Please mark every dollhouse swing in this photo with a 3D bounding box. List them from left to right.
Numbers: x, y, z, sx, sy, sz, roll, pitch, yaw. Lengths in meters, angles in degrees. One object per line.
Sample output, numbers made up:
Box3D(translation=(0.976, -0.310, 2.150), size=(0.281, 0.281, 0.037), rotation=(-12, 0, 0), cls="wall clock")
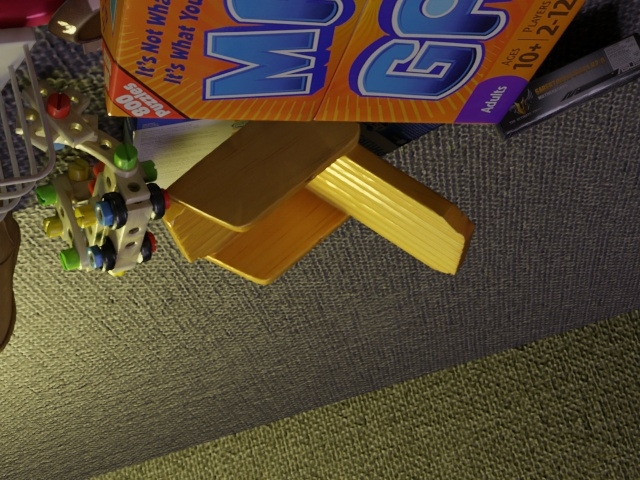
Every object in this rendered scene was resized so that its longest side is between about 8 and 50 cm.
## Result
Box3D(translation=(0.000, 0.000, 1.818), size=(0.315, 0.305, 0.347), rotation=(-40, 168, -8), cls="dollhouse swing")

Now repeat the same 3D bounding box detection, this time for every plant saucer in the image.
Box3D(translation=(-0.223, -0.265, 1.410), size=(0.168, 0.029, 0.168), rotation=(-31, 180, 0), cls="plant saucer")

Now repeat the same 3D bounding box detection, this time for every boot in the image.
Box3D(translation=(-0.474, 0.016, 1.744), size=(0.089, 0.236, 0.269), rotation=(2, 158, -7), cls="boot")

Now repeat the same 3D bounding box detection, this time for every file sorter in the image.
Box3D(translation=(-0.437, -0.105, 1.444), size=(0.193, 0.173, 0.277), rotation=(-11, 171, -30), cls="file sorter")

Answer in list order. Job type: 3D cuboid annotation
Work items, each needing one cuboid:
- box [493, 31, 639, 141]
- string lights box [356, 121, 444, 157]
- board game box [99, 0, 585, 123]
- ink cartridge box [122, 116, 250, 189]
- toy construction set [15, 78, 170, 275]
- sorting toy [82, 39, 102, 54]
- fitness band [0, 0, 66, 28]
Box3D(translation=(0.363, -0.223, 1.873), size=(0.231, 0.056, 0.183), rotation=(-25, 179, 7), cls="box")
Box3D(translation=(0.150, -0.219, 1.807), size=(0.259, 0.077, 0.133), rotation=(-26, 156, 22), cls="string lights box")
Box3D(translation=(0.014, -0.336, 1.009), size=(0.356, 0.356, 0.356), rotation=(0, 154, -16), cls="board game box")
Box3D(translation=(-0.183, -0.140, 1.781), size=(0.186, 0.065, 0.311), rotation=(-11, 160, -15), cls="ink cartridge box")
Box3D(translation=(-0.301, -0.074, 1.688), size=(0.151, 0.215, 0.328), rotation=(-23, 155, -14), cls="toy construction set")
Box3D(translation=(-0.260, -0.245, 1.544), size=(0.062, 0.012, 0.083), rotation=(-17, 155, -13), cls="sorting toy")
Box3D(translation=(-0.283, -0.297, 1.290), size=(0.209, 0.054, 0.291), rotation=(-21, 171, -34), cls="fitness band")
